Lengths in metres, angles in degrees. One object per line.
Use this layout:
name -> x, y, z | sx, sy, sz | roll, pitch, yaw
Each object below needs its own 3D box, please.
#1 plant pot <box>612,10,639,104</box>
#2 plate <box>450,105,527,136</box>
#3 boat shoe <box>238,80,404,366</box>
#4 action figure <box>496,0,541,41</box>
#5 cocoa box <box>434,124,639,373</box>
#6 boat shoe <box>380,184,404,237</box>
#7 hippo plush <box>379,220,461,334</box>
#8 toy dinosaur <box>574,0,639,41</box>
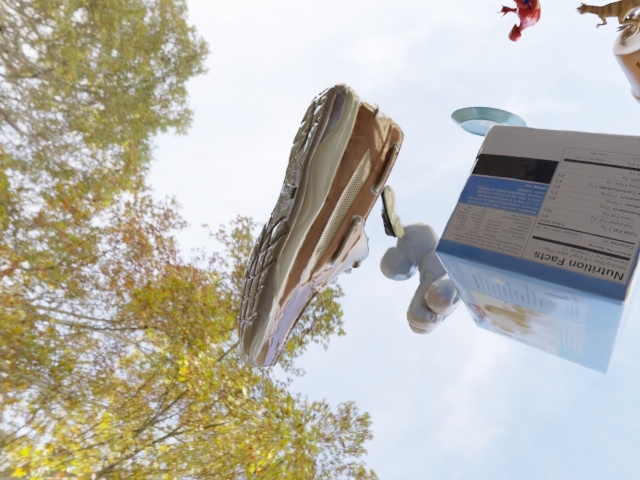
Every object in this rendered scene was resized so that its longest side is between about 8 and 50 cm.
plant pot -> 0.931, -0.511, 1.098 | 0.204, 0.291, 0.290 | 31, -115, -12
plate -> 0.427, -0.297, 1.076 | 0.189, 0.188, 0.024 | 15, -90, 6
boat shoe -> 0.000, 0.000, 0.459 | 0.117, 0.123, 0.323 | 18, -77, -21
action figure -> 0.488, -0.621, 0.976 | 0.092, 0.280, 0.139 | -13, -139, -39
cocoa box -> 0.362, 0.026, 0.655 | 0.232, 0.347, 0.227 | 17, -108, 37
boat shoe -> 0.158, -0.066, 0.970 | 0.042, 0.132, 0.049 | 4, -147, 41
hippo plush -> 0.255, 0.061, 1.018 | 0.236, 0.294, 0.234 | 46, -151, 21
toy dinosaur -> 0.660, -0.497, 0.894 | 0.212, 0.112, 0.064 | 9, -116, 50
